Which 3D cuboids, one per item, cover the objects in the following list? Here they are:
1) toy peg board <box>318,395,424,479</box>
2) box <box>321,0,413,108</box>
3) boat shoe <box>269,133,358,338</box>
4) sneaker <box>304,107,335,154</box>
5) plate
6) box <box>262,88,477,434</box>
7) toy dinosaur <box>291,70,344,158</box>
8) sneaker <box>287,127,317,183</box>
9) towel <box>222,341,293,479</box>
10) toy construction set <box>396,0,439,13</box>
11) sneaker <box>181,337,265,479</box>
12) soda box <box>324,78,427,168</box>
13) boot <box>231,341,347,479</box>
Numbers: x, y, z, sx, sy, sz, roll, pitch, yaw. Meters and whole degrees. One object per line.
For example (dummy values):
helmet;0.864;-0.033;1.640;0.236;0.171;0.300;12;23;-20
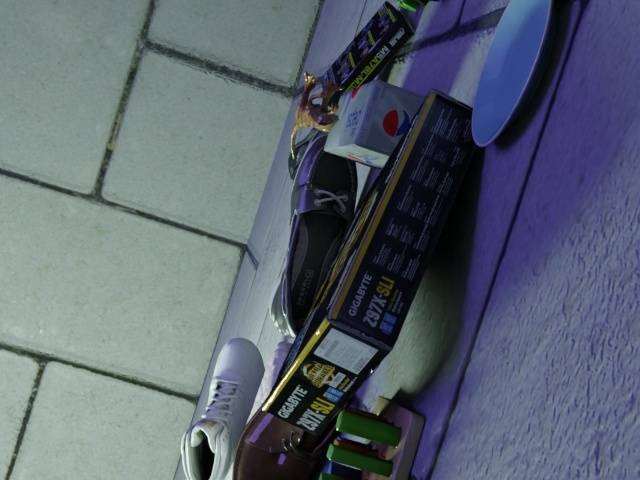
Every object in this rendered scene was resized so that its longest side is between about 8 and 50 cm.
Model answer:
toy peg board;0.032;0.241;1.172;0.160;0.079;0.161;174;114;-80
box;0.075;-0.312;1.903;0.184;0.045;0.191;-46;16;14
boat shoe;0.000;0.000;1.790;0.095;0.112;0.335;-143;65;-67
sneaker;0.030;-0.174;1.974;0.118;0.083;0.222;-162;90;-81
plate;0.200;-0.181;1.127;0.188;0.024;0.188;-163;90;-82
box;0.059;0.028;1.231;0.322;0.079;0.257;-64;1;-32
toy dinosaur;-0.021;-0.198;1.741;0.112;0.064;0.211;-67;13;-6
sneaker;-0.025;-0.134;2.226;0.227;0.087;0.130;-42;25;63
towel;-0.104;0.371;1.861;0.332;0.053;0.317;-97;26;-68
toy construction set;0.083;-0.512;1.676;0.237;0.309;0.257;-67;17;4
sneaker;-0.180;0.325;2.093;0.169;0.108;0.292;32;-116;-75
soda box;0.079;-0.164;1.619;0.286;0.091;0.098;-156;85;-81
boot;-0.037;0.267;1.492;0.115;0.112;0.305;-142;72;-73
